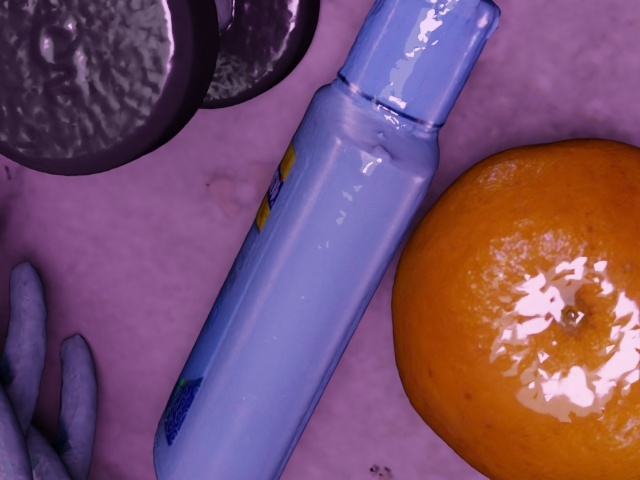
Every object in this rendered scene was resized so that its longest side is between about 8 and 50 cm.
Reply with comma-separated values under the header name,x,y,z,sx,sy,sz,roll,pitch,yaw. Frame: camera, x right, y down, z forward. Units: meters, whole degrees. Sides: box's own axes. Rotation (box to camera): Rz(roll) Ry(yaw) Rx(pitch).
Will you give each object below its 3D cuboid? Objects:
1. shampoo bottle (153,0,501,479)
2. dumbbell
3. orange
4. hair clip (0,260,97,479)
name,x,y,z,sx,sy,sz,roll,pitch,yaw
shampoo bottle,0.000,0.000,0.583,0.061,0.104,0.258,23,108,-11
dumbbell,-0.068,-0.092,0.529,0.100,0.191,0.100,4,106,14
orange,0.107,0.033,0.555,0.154,0.134,0.155,-2,80,12
hair clip,-0.239,0.084,0.547,0.238,0.392,0.318,-22,133,4
